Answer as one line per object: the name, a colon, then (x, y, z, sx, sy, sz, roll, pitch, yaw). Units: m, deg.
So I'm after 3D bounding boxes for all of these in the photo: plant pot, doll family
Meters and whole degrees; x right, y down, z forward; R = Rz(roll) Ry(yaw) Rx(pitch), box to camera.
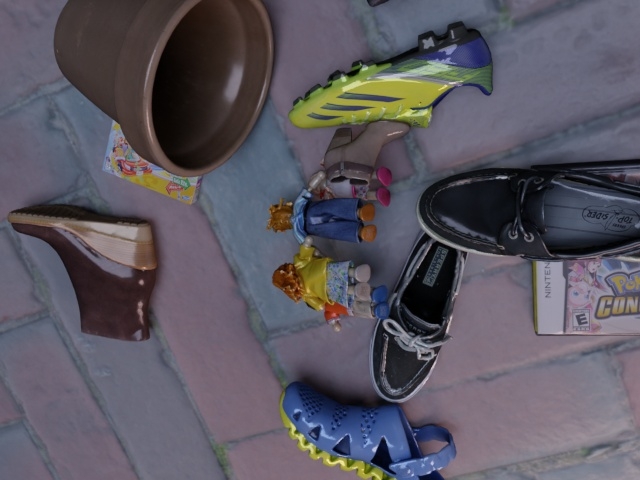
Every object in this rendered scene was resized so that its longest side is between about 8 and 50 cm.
plant pot: (-0.226, -0.246, 0.992, 0.229, 0.263, 0.263, 25, 112, 25)
doll family: (0.000, 0.000, 1.026, 0.163, 0.118, 0.263, 3, 91, 37)

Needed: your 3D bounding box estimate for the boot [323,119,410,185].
boot: (0.063, -0.115, 0.988, 0.118, 0.042, 0.087, -5, 62, 17)

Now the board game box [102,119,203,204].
board game box: (-0.253, -0.131, 1.127, 0.154, 0.026, 0.103, 21, 110, 6)

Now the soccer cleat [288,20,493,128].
soccer cleat: (0.093, -0.194, 0.995, 0.289, 0.093, 0.121, -18, 109, 18)

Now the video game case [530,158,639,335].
video game case: (0.434, 0.012, 1.009, 0.275, 0.035, 0.248, -2, 106, 14)

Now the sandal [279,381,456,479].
sandal: (0.084, 0.302, 1.140, 0.317, 0.126, 0.138, 31, 110, -8)

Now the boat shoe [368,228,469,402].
boat shoe: (0.144, 0.119, 1.071, 0.113, 0.105, 0.306, 24, 110, 5)

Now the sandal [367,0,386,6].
sandal: (0.146, -0.398, 0.923, 0.054, 0.097, 0.254, 45, 100, -4)

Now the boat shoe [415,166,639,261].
boat shoe: (0.293, -0.034, 0.928, 0.340, 0.113, 0.127, 12, 84, 8)

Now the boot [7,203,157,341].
boot: (-0.388, 0.055, 1.181, 0.248, 0.090, 0.207, 9, 107, 6)
